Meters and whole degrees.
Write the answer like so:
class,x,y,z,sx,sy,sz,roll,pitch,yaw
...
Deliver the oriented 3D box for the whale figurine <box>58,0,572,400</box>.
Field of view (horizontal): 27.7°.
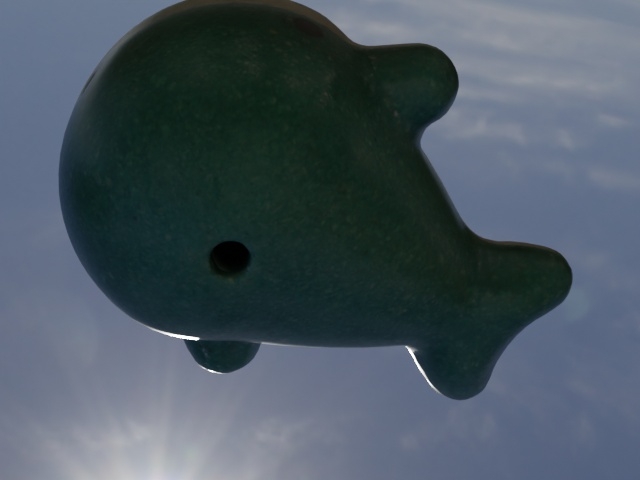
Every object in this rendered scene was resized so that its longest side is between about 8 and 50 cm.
class,x,y,z,sx,sy,sz,roll,pitch,yaw
whale figurine,0.000,0.000,0.645,0.272,0.216,0.141,32,-157,-16
